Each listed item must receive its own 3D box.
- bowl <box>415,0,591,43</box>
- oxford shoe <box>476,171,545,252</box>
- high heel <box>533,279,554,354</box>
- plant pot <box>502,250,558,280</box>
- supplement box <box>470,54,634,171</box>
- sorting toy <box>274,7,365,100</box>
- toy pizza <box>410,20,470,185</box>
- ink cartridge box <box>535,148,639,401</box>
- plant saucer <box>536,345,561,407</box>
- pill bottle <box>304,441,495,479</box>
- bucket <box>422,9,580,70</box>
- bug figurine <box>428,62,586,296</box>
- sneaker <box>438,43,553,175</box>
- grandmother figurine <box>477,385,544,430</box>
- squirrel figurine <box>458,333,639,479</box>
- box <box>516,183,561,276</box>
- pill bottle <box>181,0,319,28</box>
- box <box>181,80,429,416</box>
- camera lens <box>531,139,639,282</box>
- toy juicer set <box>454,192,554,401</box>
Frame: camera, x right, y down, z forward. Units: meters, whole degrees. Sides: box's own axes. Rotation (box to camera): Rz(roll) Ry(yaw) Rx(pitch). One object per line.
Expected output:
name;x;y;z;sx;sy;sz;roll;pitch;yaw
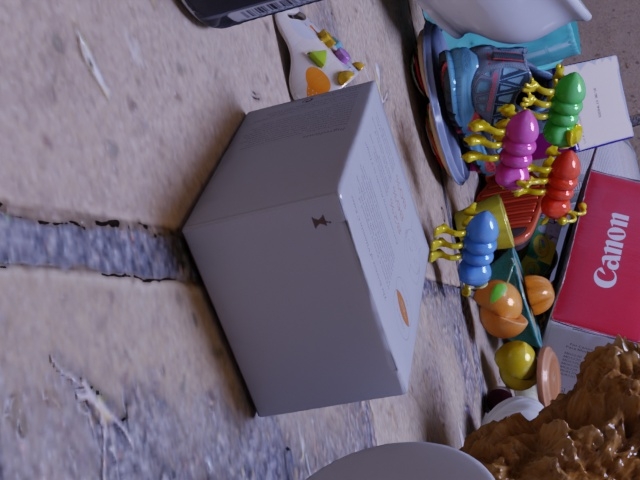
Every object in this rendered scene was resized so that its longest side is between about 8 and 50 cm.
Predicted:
bowl;0.160;-0.322;1.265;0.298;0.134;0.298;44;19;-19
oxford shoe;0.278;-0.044;1.611;0.271;0.097;0.098;-72;152;-59
high heel;0.381;0.198;1.760;0.186;0.093;0.261;-31;117;-79
plant pot;0.321;0.051;1.729;0.079;0.083;0.083;79;10;-47
supplement box;0.293;-0.167;1.510;0.114;0.220;0.111;-16;95;-31
sorting toy;-0.007;-0.147;0.862;0.075;0.045;0.083;55;21;-9
toy pizza;0.143;-0.163;1.358;0.201;0.032;0.201;-11;90;-73
ink cartridge box;0.403;0.057;1.611;0.272;0.130;0.309;92;17;-49
plant saucer;0.278;0.170;1.365;0.083;0.013;0.083;-3;90;-65
pill bottle;0.074;0.259;0.601;0.169;0.169;0.301;-74;148;-57
bucket;0.250;-0.354;1.577;0.281;0.183;0.281;-11;90;-72
bug figurine;0.227;-0.069;1.236;0.279;0.072;0.216;-34;139;-43
sneaker;0.227;-0.153;1.350;0.262;0.125;0.104;37;45;-66
grandmother figurine;0.253;0.254;1.306;0.208;0.104;0.342;53;2;28
squirrel figurine;0.315;0.284;1.014;0.281;0.370;0.397;-73;147;-58
box;0.313;0.009;1.639;0.105;0.043;0.179;109;2;-52
pill bottle;0.030;-0.216;0.655;0.130;0.245;0.130;-13;90;-73
box;0.000;0.000;0.675;0.170;0.091;0.130;-70;145;-61
camera lens;0.465;-0.060;2.007;0.274;0.219;0.219;-85;156;-45
toy juicer set;0.262;0.105;1.436;0.329;0.089;0.209;59;19;-51
